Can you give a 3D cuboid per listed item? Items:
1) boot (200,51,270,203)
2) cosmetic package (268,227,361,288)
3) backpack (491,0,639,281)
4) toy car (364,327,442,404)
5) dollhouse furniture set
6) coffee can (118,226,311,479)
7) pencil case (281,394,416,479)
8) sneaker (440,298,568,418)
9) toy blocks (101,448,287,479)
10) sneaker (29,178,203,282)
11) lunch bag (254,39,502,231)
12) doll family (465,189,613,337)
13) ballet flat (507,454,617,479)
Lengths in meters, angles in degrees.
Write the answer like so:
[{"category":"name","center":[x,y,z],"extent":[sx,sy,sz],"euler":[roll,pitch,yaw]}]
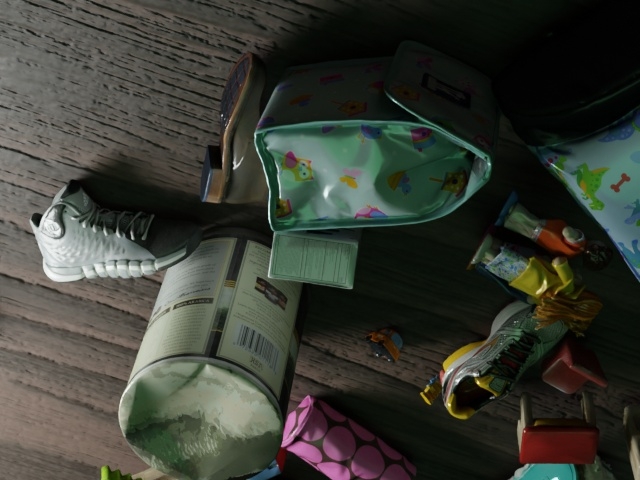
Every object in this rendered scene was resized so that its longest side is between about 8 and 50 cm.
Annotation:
[{"category":"boot","center":[-0.073,-0.131,1.608],"extent":[0.106,0.082,0.219],"euler":[8,132,-16]},{"category":"cosmetic package","center":[0.000,0.000,1.581],"extent":[0.098,0.239,0.061],"euler":[9,100,1]},{"category":"backpack","center":[0.409,-0.085,1.482],"extent":[0.290,0.273,0.355],"euler":[-29,129,17]},{"category":"toy car","center":[0.116,0.166,1.795],"extent":[0.040,0.060,0.122],"euler":[-44,99,-16]},{"category":"dollhouse furniture set","center":[0.453,0.226,1.710],"extent":[0.374,0.152,0.201],"euler":[0,125,1]},{"category":"coffee can","center":[-0.128,0.142,1.674],"extent":[0.201,0.275,0.202],"euler":[4,125,6]},{"category":"pencil case","center":[0.034,0.311,1.889],"extent":[0.209,0.095,0.098],"euler":[39,136,-16]},{"category":"sneaker","center":[0.248,0.161,1.749],"extent":[0.088,0.093,0.225],"euler":[33,122,-15]},{"category":"toy blocks","center":[-0.130,0.450,1.956],"extent":[0.260,0.191,0.382],"euler":[-22,106,-4]},{"category":"sneaker","center":[-0.274,-0.022,1.697],"extent":[0.228,0.086,0.132],"euler":[-11,121,16]},{"category":"lunch bag","center":[0.075,-0.121,1.492],"extent":[0.262,0.223,0.160],"euler":[-6,115,13]},{"category":"doll family","center":[0.259,0.050,1.575],"extent":[0.163,0.263,0.118],"euler":[29,80,5]},{"category":"ballet flat","center":[0.275,0.438,1.926],"extent":[0.147,0.147,0.409],"euler":[38,122,-18]}]
